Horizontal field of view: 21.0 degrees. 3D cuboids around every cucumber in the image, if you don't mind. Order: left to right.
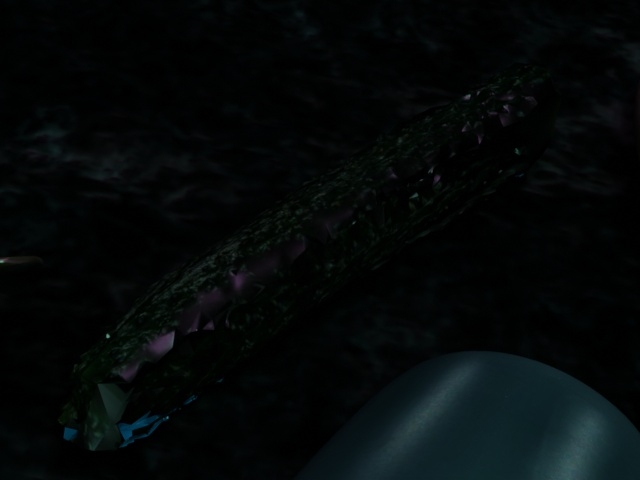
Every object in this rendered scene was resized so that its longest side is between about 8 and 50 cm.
[{"bbox_3d":[0.000,0.000,0.628,0.044,0.043,0.256,33,48,27],"label":"cucumber"}]

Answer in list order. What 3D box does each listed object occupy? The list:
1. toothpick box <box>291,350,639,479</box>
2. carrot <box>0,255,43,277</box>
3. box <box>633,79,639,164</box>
[{"bbox_3d":[0.023,0.116,0.460,0.120,0.120,0.184,25,41,13],"label":"toothpick box"},{"bbox_3d":[-0.226,-0.107,0.566,0.224,0.224,0.341,-4,51,-17],"label":"carrot"},{"bbox_3d":[0.223,-0.035,0.679,0.200,0.088,0.146,3,45,-8],"label":"box"}]
